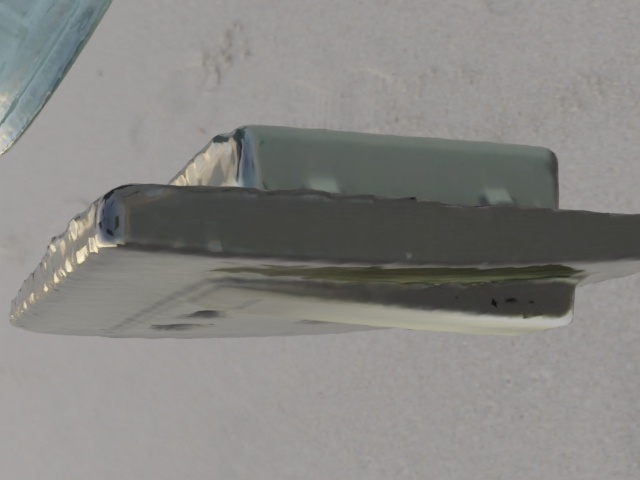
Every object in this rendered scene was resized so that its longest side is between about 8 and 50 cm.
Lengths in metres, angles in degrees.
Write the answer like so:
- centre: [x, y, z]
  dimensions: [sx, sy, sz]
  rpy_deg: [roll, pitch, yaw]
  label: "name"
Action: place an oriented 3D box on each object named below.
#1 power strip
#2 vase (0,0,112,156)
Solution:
- centre: [0.001, -0.002, 0.456]
  dimensions: [0.251, 0.257, 0.092]
  rpy_deg: [167, 104, -65]
  label: "power strip"
- centre: [-0.228, -0.170, 0.405]
  dimensions: [0.143, 0.299, 0.143]
  rpy_deg: [-46, 24, 28]
  label: "vase"
